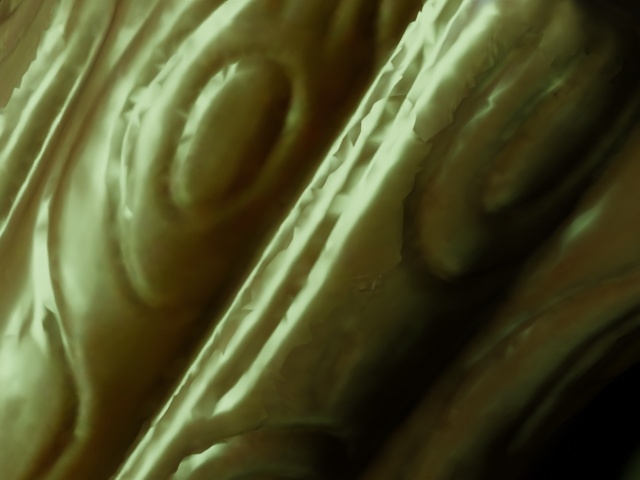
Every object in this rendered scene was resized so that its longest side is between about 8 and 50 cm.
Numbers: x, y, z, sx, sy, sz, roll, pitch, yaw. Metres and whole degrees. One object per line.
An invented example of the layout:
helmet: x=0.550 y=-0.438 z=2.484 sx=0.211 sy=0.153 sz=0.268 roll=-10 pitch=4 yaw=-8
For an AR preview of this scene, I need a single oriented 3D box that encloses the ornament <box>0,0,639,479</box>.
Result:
ornament: x=0.000 y=0.000 z=0.441 sx=0.235 sy=0.221 sz=0.217 roll=-5 pitch=-47 yaw=-59
